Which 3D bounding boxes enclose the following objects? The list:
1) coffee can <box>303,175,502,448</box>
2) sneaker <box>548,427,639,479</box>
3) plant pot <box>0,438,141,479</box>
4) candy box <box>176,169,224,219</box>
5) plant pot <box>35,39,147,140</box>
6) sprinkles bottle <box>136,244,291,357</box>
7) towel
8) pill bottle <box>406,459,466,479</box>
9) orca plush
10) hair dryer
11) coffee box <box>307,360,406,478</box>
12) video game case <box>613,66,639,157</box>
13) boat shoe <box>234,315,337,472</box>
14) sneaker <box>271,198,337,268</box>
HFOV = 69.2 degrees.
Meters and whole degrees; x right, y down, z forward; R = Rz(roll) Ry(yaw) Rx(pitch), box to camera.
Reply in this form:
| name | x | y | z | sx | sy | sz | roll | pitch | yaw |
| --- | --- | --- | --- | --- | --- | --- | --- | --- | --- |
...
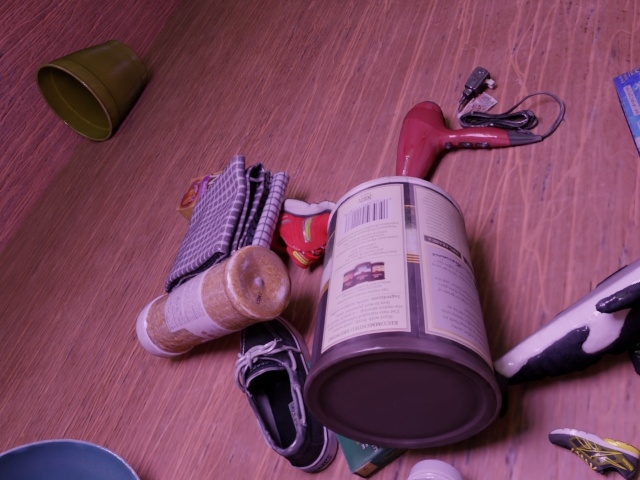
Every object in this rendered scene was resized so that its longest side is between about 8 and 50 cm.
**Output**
| name | x | y | z | sx | sy | sz | roll | pitch | yaw |
| --- | --- | --- | --- | --- | --- | --- | --- | --- | --- |
| coffee can | 0.096 | 0.079 | 0.578 | 0.201 | 0.202 | 0.276 | -21 | 36 | 25 |
| sneaker | 0.278 | 0.218 | 0.475 | 0.083 | 0.031 | 0.035 | 0 | 58 | 39 |
| plant pot | -0.415 | 0.481 | 0.682 | 0.196 | 0.290 | 0.290 | -68 | 30 | 30 |
| candy box | -0.278 | -0.120 | 1.198 | 0.186 | 0.053 | 0.109 | -7 | 53 | 34 |
| plant pot | -0.970 | -0.696 | 2.054 | 0.366 | 0.367 | 0.353 | -3 | 44 | 38 |
| sprinkles bottle | -0.201 | 0.118 | 0.817 | 0.355 | 0.121 | 0.121 | -27 | 41 | 43 |
| towel | -0.199 | -0.015 | 0.939 | 0.283 | 0.121 | 0.235 | -33 | 36 | 45 |
| pill bottle | 0.103 | 0.300 | 0.453 | 0.094 | 0.094 | 0.169 | -21 | 6 | 25 |
| orca plush | 0.310 | 0.109 | 0.490 | 0.287 | 0.151 | 0.102 | -38 | 72 | 4 |
| hair dryer | 0.236 | -0.189 | 0.810 | 0.293 | 0.080 | 0.224 | -41 | 41 | 5 |
| coffee box | 0.060 | 0.216 | 0.649 | 0.113 | 0.040 | 0.184 | -38 | 40 | 6 |
| video game case | 0.485 | -0.177 | 0.519 | 0.244 | 0.061 | 0.270 | -18 | 25 | 34 |
| boat shoe | -0.079 | 0.208 | 0.722 | 0.113 | 0.105 | 0.306 | -37 | 41 | 8 |
| sneaker | 0.000 | 0.000 | 0.846 | 0.279 | 0.107 | 0.119 | 9 | 68 | 55 |
